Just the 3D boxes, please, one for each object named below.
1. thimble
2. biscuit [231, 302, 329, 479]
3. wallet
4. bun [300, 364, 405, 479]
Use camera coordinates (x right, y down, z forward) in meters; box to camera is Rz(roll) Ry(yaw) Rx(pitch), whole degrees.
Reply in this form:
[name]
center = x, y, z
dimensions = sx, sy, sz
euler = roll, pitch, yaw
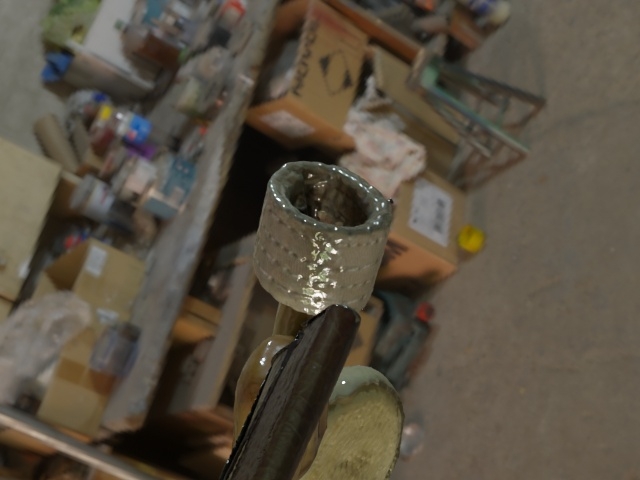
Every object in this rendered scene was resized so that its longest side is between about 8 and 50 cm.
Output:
[thimble]
center = 0.000, 0.000, 0.900
dimensions = 0.115, 0.102, 0.090
euler = -94, 15, -58
[biscuit]
center = -0.037, 0.173, 1.134
dimensions = 0.236, 0.062, 0.290
euler = -65, -14, -49
[wallet]
center = -0.050, 0.160, 0.697
dimensions = 0.243, 0.039, 0.133
euler = -66, 8, -32
[bun]
center = 0.012, 0.345, 1.902
dimensions = 0.146, 0.287, 0.287
euler = 21, 83, 44
